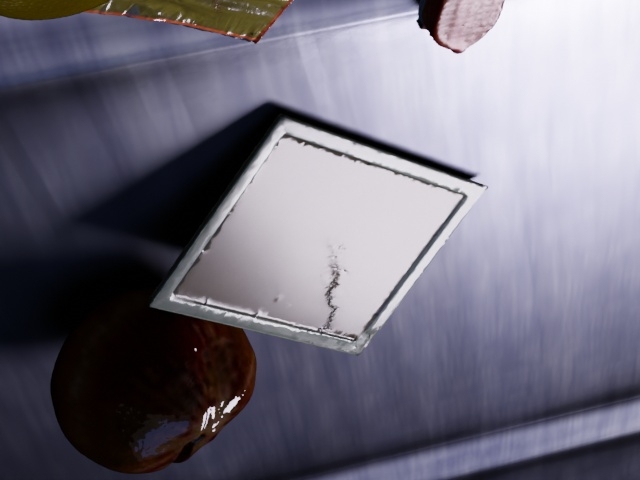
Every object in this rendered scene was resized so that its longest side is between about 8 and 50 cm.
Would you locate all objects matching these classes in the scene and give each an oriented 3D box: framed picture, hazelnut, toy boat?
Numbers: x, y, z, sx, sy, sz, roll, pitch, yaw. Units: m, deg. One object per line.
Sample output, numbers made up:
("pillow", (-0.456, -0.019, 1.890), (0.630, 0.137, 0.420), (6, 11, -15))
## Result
("framed picture", (0.000, 0.000, 1.784), (0.293, 0.018, 0.231), (17, 117, -44))
("hazelnut", (-0.156, 0.131, 1.803), (0.204, 0.178, 0.178), (-13, 152, -43))
("toy boat", (0.117, -0.214, 1.535), (0.069, 0.059, 0.173), (-12, 155, -12))

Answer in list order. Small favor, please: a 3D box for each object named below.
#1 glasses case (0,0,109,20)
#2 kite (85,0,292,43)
("glasses case", (-0.165, -0.267, 1.152), (0.173, 0.141, 0.371), (-4, 154, -18))
("kite", (-0.071, -0.263, 1.397), (0.327, 0.013, 0.377), (-23, 148, 4))
